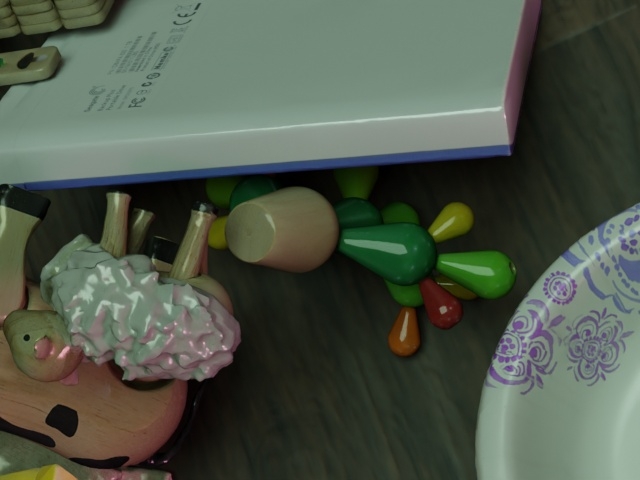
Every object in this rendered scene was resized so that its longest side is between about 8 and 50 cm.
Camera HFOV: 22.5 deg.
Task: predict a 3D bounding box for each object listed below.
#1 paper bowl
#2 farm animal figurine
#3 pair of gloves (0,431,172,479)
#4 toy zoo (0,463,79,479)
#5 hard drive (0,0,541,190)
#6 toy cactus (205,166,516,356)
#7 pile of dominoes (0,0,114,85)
[{"bbox_3d":[0.235,0.120,0.855,0.284,0.148,0.284,-7,65,16],"label":"paper bowl"},{"bbox_3d":[-0.221,0.059,0.951,0.327,0.330,0.172,15,75,-5],"label":"farm animal figurine"},{"bbox_3d":[-0.220,0.223,1.031,0.204,0.042,0.240,16,76,25],"label":"pair of gloves"},{"bbox_3d":[-0.239,0.230,0.920,0.293,0.030,0.192,-16,44,34],"label":"toy zoo"},{"bbox_3d":[-0.032,-0.105,0.995,0.319,0.040,0.210,-4,32,16],"label":"hard drive"},{"bbox_3d":[0.000,0.000,0.959,0.219,0.180,0.112,31,106,26],"label":"toy cactus"},{"bbox_3d":[-0.257,-0.165,1.087,0.251,0.040,0.196,-5,38,16],"label":"pile of dominoes"}]
